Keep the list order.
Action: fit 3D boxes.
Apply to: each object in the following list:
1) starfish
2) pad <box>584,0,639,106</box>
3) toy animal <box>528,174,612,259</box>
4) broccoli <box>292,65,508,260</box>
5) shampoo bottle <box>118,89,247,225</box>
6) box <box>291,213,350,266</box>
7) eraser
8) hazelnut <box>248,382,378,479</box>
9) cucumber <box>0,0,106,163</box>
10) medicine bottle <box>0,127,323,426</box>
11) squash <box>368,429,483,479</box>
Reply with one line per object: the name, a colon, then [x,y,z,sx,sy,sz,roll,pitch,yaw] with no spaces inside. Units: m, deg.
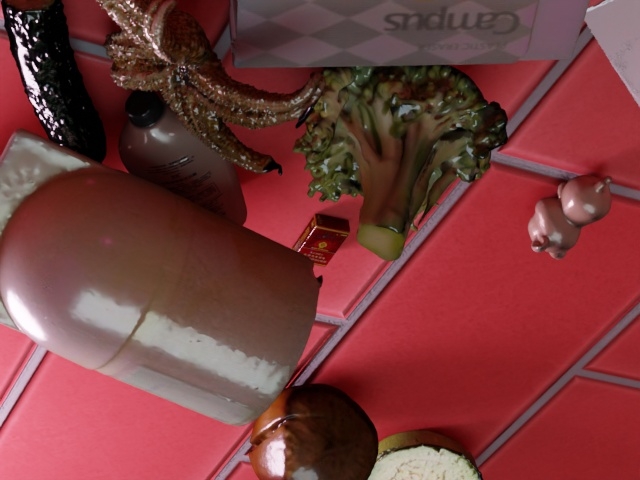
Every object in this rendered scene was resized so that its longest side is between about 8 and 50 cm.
starfish: [-0.137,-0.195,1.706,0.303,0.113,0.312,32,163,18]
pad: [0.427,-0.240,1.916,0.156,0.004,0.232,-23,139,20]
toy animal: [0.331,-0.035,2.102,0.083,0.089,0.150,21,126,-26]
broccoli: [0.092,-0.096,1.853,0.247,0.243,0.263,-9,139,24]
shampoo bottle: [-0.172,-0.095,1.948,0.127,0.078,0.257,-12,145,13]
box: [0.000,0.000,2.144,0.052,0.023,0.082,11,139,-23]
eraser: [0.099,-0.290,1.737,0.397,0.082,0.213,-2,144,-6]
hazelnut: [-0.022,0.313,2.429,0.208,0.208,0.208,-4,142,-3]
cucumber: [-0.305,-0.180,1.825,0.081,0.072,0.303,-6,143,-1]
medicine bottle: [-0.229,0.046,1.892,0.406,0.235,0.236,26,133,-22]
squash: [0.162,0.391,2.629,0.220,0.133,0.220,-1,126,-2]
